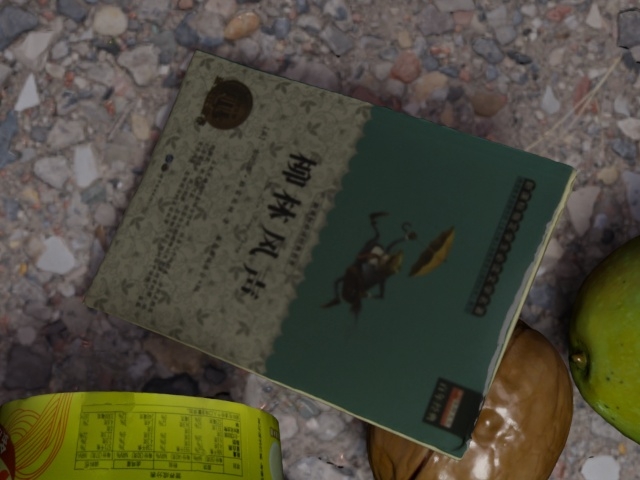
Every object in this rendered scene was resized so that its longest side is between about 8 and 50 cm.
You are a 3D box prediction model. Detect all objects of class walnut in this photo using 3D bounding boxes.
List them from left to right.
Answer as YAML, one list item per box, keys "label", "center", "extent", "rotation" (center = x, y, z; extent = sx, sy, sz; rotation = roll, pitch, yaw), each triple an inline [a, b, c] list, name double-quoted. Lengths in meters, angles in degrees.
- label: "walnut"
  center: [0.131, 0.160, 0.989]
  extent: [0.167, 0.167, 0.207]
  rotation: [37, 80, -2]

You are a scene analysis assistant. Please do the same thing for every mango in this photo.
- label: "mango"
  center: [0.406, 0.101, 1.004]
  extent: [0.381, 0.201, 0.225]
  rotation: [11, 74, -8]

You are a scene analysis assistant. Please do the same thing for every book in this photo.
- label: "book"
  center: [0.000, 0.000, 0.974]
  extent: [0.379, 0.031, 0.264]
  rotation: [19, 82, 21]

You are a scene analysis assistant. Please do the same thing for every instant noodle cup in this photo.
- label: "instant noodle cup"
  center: [-0.152, 0.251, 0.894]
  extent: [0.311, 0.311, 0.222]
  rotation: [4, 71, -6]
